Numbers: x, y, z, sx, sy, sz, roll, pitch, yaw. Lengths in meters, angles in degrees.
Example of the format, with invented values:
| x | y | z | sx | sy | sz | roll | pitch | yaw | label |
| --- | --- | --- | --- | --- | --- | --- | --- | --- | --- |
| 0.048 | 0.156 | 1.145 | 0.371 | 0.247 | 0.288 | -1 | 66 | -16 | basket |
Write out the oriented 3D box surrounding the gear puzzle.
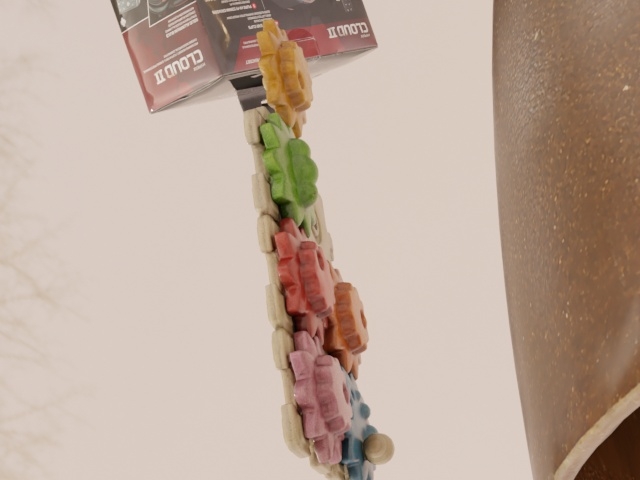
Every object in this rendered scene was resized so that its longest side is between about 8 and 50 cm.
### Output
| x | y | z | sx | sy | sz | roll | pitch | yaw | label |
| --- | --- | --- | --- | --- | --- | --- | --- | --- | --- |
| 0.000 | 0.000 | 1.038 | 0.044 | 0.175 | 0.339 | -14 | -115 | 12 | gear puzzle |

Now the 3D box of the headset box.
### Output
| x | y | z | sx | sy | sz | roll | pitch | yaw | label |
| --- | --- | --- | --- | --- | --- | --- | --- | --- | --- |
| -0.086 | -0.253 | 1.376 | 0.110 | 0.218 | 0.293 | -20 | -91 | 43 | headset box |

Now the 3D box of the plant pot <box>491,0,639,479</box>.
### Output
| x | y | z | sx | sy | sz | roll | pitch | yaw | label |
| --- | --- | --- | --- | --- | --- | --- | --- | --- | --- |
| 0.137 | -0.047 | 0.442 | 0.215 | 0.215 | 0.230 | -23 | -123 | 14 | plant pot |
